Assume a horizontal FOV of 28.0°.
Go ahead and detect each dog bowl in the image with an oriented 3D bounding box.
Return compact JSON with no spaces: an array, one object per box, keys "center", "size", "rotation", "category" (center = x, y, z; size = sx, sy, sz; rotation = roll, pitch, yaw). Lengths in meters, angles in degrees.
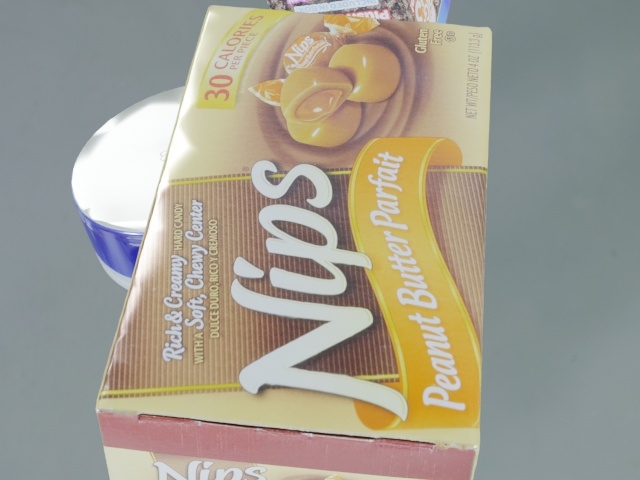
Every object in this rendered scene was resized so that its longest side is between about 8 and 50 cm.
[{"center":[-0.146,-0.062,1.468],"size":[0.264,0.104,0.265],"rotation":[-9,42,9],"category":"dog bowl"}]

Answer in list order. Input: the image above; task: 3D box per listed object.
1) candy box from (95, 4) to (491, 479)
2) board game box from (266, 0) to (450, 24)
[{"center":[0.000,0.000,0.724],"size":[0.182,0.088,0.317],"rotation":[5,48,4],"category":"candy box"},{"center":[0.031,-0.334,1.343],"size":[0.141,0.291,0.232],"rotation":[-3,49,22],"category":"board game box"}]
